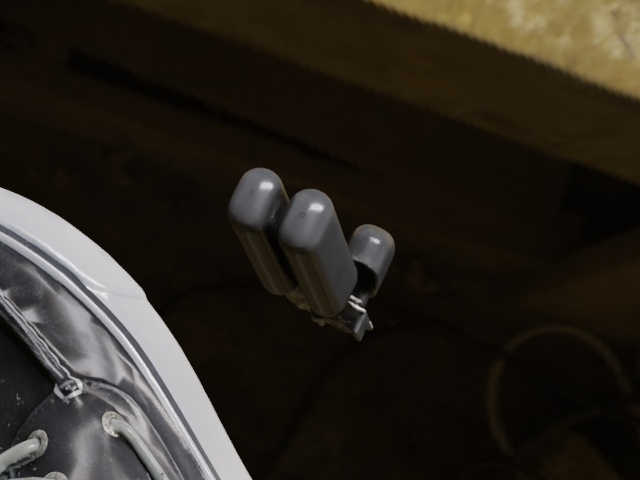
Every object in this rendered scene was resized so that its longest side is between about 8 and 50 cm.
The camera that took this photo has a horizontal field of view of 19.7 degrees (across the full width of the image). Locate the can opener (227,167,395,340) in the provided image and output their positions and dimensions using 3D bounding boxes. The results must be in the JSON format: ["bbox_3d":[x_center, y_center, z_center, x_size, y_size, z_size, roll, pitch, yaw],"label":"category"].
[{"bbox_3d":[0.000,0.000,1.325,0.076,0.283,0.095,23,76,14],"label":"can opener"}]

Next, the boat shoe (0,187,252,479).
[{"bbox_3d":[-0.099,0.108,0.749,0.301,0.108,0.102,56,29,3],"label":"boat shoe"}]
